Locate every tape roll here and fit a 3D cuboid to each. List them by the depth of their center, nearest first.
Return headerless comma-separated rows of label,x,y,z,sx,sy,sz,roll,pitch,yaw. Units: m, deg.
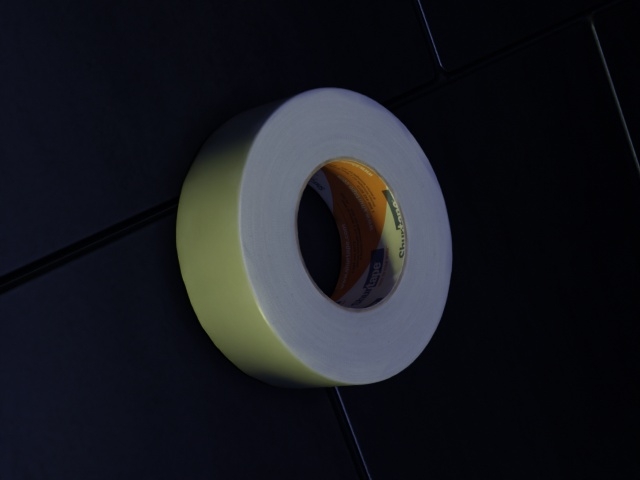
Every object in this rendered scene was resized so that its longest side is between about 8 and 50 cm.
tape roll,0.000,0.000,1.003,0.219,0.072,0.219,10,76,-43
